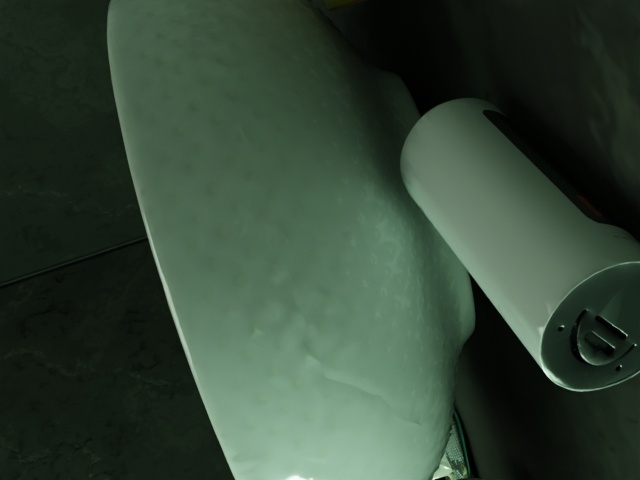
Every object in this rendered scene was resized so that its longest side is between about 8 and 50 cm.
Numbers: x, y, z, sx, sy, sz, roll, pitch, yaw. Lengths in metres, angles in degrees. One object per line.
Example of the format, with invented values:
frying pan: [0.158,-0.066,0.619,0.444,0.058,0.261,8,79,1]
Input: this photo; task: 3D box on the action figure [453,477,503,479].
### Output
action figure: [0.133,0.292,0.558,0.341,0.178,0.330,36,-151,-46]

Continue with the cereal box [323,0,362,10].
cereal box: [-0.023,-0.265,0.511,0.173,0.047,0.240,80,170,-55]

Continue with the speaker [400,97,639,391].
speaker: [0.078,-0.004,0.372,0.136,0.055,0.055,-118,12,-55]

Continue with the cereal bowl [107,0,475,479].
cereal bowl: [0.000,0.000,0.565,0.339,0.141,0.339,-16,-90,-90]

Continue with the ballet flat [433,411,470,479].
ballet flat: [0.103,0.188,0.751,0.041,0.041,0.114,-152,44,-80]
